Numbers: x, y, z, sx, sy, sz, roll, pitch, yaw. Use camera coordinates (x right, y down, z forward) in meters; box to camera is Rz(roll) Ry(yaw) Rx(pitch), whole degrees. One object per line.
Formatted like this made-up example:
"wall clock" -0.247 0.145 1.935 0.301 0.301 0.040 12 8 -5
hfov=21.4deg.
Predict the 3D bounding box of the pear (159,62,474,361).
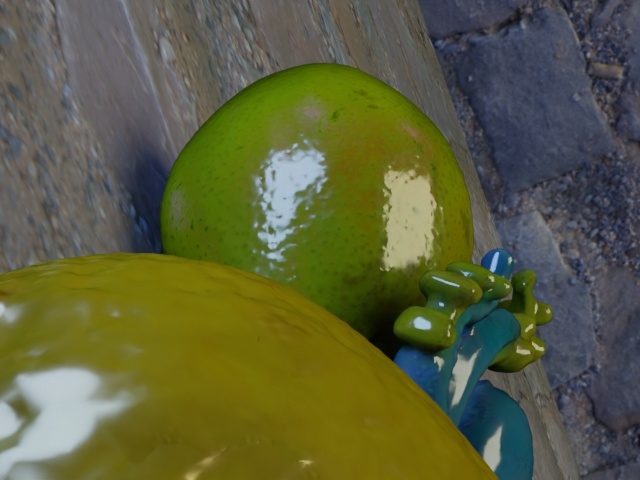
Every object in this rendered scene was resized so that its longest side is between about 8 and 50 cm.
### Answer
"pear" 0.000 0.000 1.005 0.220 0.187 0.187 -102 165 -53

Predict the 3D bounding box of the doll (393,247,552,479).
"doll" 0.037 0.174 0.922 0.341 0.098 0.346 -11 111 -63

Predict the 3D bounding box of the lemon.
"lemon" -0.047 0.140 0.450 0.260 0.260 0.284 -94 178 -53
